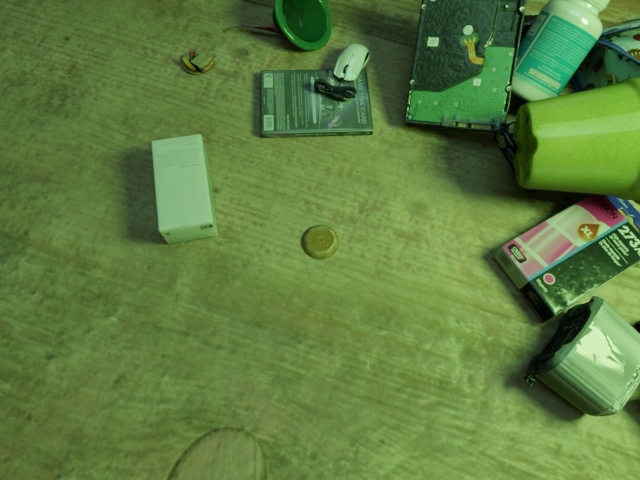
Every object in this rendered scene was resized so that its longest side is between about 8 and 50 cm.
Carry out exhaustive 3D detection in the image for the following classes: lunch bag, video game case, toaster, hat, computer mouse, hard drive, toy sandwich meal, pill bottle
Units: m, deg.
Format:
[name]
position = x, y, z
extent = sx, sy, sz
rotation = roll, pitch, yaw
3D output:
[lunch bag]
position = 0.829, -0.412, 1.200
extent = 0.328, 0.239, 0.385
rotation = -15, 51, -7
[video game case]
position = -0.013, -0.347, 1.256
extent = 0.274, 0.026, 0.196
rotation = -2, 66, -3
[toaster]
position = 0.514, 0.229, 0.957
extent = 0.146, 0.129, 0.227
rotation = 41, 70, 13
[hat]
position = -0.102, -0.590, 1.363
extent = 0.208, 0.184, 0.173
rotation = 33, 71, -32
[computer mouse]
position = 0.067, -0.438, 1.262
extent = 0.106, 0.042, 0.193
rotation = 21, 67, 9
[hard drive]
position = 0.340, -0.433, 1.178
extent = 0.237, 0.064, 0.338
rotation = 9, 95, 17
[toy sandwich meal]
position = -0.318, -0.466, 1.298
extent = 0.086, 0.029, 0.085
rotation = 1, 66, -1
[pill bottle]
position = 0.552, -0.456, 1.181
extent = 0.146, 0.264, 0.146
rotation = 24, 26, -12

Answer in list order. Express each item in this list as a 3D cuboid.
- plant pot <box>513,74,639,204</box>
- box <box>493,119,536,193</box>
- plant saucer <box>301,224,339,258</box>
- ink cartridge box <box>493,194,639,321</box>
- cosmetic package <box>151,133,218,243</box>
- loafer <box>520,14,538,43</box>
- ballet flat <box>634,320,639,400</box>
[plant pot]
position = 0.548, -0.204, 1.041
extent = 0.254, 0.276, 0.276
rotation = -1, 66, 9
[box]
position = 0.557, -0.225, 1.200
extent = 0.220, 0.051, 0.175
rotation = -19, 68, -9
[plant saucer]
position = 0.000, 0.000, 1.107
extent = 0.083, 0.015, 0.083
rotation = 1, 66, -1
[ink cartridge box]
position = 0.581, 0.011, 1.094
extent = 0.371, 0.069, 0.175
rotation = -27, 69, -15
[cosmetic package]
position = -0.303, -0.116, 1.115
extent = 0.117, 0.085, 0.231
rotation = -9, 68, -5
[loafer]
position = 0.434, -0.503, 1.300
extent = 0.366, 0.133, 0.130
rotation = -8, 29, -3
[ballet flat]
position = 0.665, 0.277, 0.966
extent = 0.096, 0.095, 0.280
rotation = 3, 55, 10
